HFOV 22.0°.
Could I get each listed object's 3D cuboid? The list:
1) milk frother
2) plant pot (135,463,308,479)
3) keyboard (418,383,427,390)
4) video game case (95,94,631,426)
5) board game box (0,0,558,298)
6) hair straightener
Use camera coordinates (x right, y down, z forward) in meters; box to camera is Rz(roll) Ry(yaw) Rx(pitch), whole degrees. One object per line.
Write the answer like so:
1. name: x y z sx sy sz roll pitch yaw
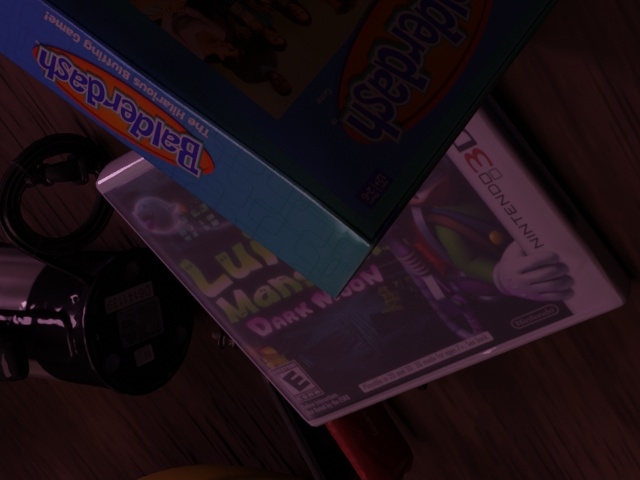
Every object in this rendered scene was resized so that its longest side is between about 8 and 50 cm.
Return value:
1. milk frother: -0.162 0.013 0.945 0.134 0.129 0.143 2 89 40
2. plant pot: -0.091 0.265 1.044 0.254 0.254 0.239 48 159 -14
3. keyboard: 0.000 0.000 0.814 0.108 0.023 0.180 -8 120 40
4. video game case: 0.017 -0.003 0.758 0.190 0.022 0.173 -25 115 34
5. board game box: -0.032 -0.101 0.622 0.210 0.160 0.047 37 146 3
6. hair straightener: -0.041 0.051 0.904 0.089 0.047 0.230 -10 124 47
